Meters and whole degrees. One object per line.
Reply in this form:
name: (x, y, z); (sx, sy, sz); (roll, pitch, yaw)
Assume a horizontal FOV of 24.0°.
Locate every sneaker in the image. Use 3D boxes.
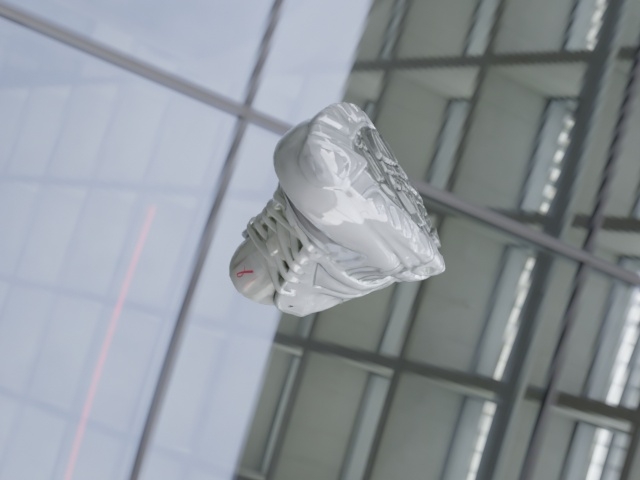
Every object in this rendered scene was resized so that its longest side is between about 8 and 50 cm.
sneaker: (0.000, 0.000, 0.819); (0.115, 0.232, 0.090); (-26, -106, 5)
